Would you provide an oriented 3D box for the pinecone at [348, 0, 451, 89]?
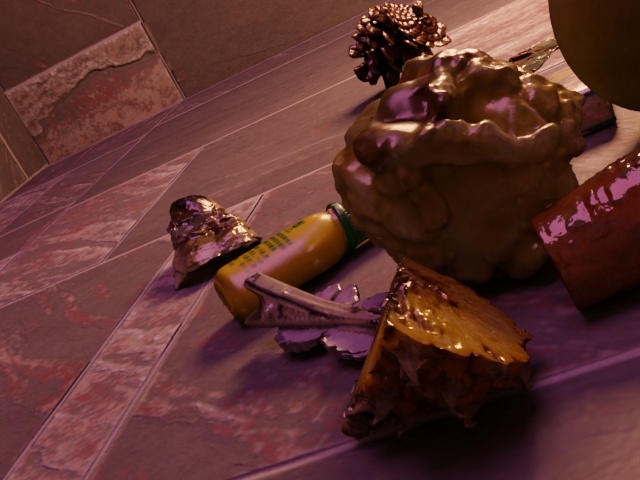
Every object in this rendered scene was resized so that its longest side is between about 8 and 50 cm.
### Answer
[{"bbox_3d":[0.153,-0.406,2.123,0.212,0.185,0.169,-36,27,57],"label":"pinecone"}]

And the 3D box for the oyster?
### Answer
[{"bbox_3d":[-0.198,-0.012,1.674,0.161,0.107,0.233,-23,18,-12],"label":"oyster"}]

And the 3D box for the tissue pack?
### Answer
[{"bbox_3d":[0.339,-0.190,1.393,0.115,0.065,0.155,-23,17,19],"label":"tissue pack"}]

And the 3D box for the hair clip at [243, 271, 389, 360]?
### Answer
[{"bbox_3d":[0.012,0.080,1.118,0.106,0.085,0.292,-33,22,-32],"label":"hair clip"}]

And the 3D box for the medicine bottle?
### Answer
[{"bbox_3d":[0.000,0.000,1.356,0.309,0.076,0.111,-32,24,-10],"label":"medicine bottle"}]

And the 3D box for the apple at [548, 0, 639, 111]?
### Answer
[{"bbox_3d":[0.417,-0.288,1.181,0.292,0.292,0.254,-28,32,2],"label":"apple"}]

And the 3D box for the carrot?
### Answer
[{"bbox_3d":[0.337,-0.049,0.886,0.301,0.139,0.139,-24,18,14],"label":"carrot"}]

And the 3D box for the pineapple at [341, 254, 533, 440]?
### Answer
[{"bbox_3d":[0.097,0.120,0.864,0.250,0.139,0.164,-51,-18,-84],"label":"pineapple"}]

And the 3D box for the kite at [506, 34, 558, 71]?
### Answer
[{"bbox_3d":[0.422,-0.349,1.817,0.250,0.012,0.229,-10,26,43],"label":"kite"}]

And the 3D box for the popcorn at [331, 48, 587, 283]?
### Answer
[{"bbox_3d":[0.158,-0.083,1.080,0.293,0.237,0.293,-30,16,10],"label":"popcorn"}]
